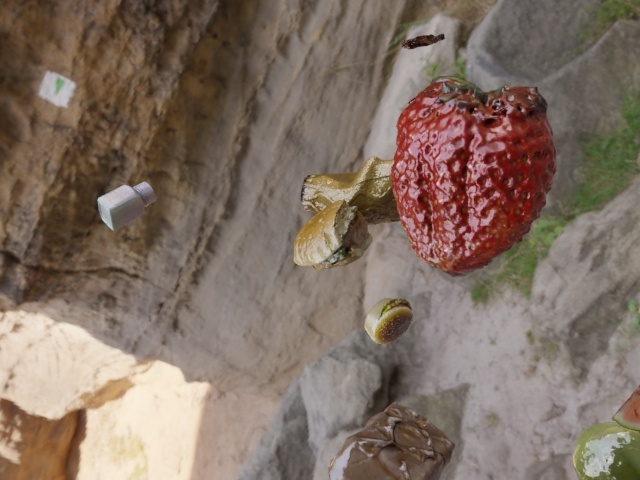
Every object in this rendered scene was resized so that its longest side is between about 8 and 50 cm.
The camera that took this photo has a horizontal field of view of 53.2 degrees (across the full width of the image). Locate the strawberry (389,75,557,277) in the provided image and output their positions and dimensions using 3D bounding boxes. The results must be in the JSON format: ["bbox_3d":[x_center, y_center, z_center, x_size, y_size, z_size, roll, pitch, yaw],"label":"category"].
[{"bbox_3d":[0.214,-0.092,0.950,0.250,0.239,0.288,-4,-70,-75],"label":"strawberry"}]

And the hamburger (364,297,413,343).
[{"bbox_3d":[0.184,0.209,1.674,0.081,0.127,0.141,37,98,41],"label":"hamburger"}]

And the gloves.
[{"bbox_3d":[0.123,-0.116,1.633,0.357,0.203,0.155,-7,79,28],"label":"gloves"}]

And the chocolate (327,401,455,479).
[{"bbox_3d":[0.117,0.345,1.012,0.214,0.148,0.093,-14,-48,-62],"label":"chocolate"}]

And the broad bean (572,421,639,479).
[{"bbox_3d":[0.703,0.544,1.438,0.119,0.291,0.238,-26,-4,-45],"label":"broad bean"}]

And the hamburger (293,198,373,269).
[{"bbox_3d":[0.000,0.000,1.540,0.208,0.135,0.155,-16,17,37],"label":"hamburger"}]

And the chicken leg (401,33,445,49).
[{"bbox_3d":[0.180,-0.344,1.099,0.036,0.083,0.021,-146,42,-80],"label":"chicken leg"}]

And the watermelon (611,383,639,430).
[{"bbox_3d":[0.654,0.308,1.268,0.163,0.087,0.069,-54,-4,8],"label":"watermelon"}]

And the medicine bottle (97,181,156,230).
[{"bbox_3d":[-0.434,-0.084,1.436,0.118,0.055,0.074,-35,-28,-29],"label":"medicine bottle"}]
